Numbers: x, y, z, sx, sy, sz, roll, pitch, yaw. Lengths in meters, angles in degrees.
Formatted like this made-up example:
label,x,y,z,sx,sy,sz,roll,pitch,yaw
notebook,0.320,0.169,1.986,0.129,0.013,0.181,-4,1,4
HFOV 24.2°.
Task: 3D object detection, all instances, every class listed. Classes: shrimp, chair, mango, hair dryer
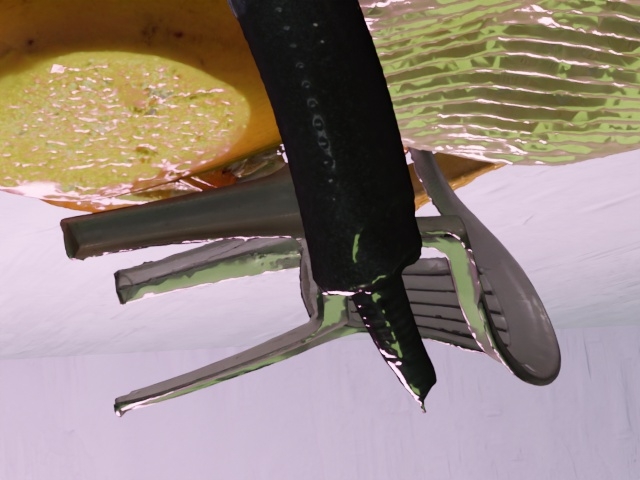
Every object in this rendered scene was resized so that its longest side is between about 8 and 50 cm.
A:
label,x,y,z,sx,sy,sz,roll,pitch,yaw
shrimp,-0.120,-0.052,1.077,0.217,0.051,0.115,1,167,-23
chair,0.000,0.000,0.892,0.275,0.190,0.203,-8,-147,0
mango,-0.081,-0.086,0.748,0.217,0.102,0.141,-6,148,-11
hair dryer,-0.030,-0.055,0.494,0.091,0.271,0.235,-28,-166,-36

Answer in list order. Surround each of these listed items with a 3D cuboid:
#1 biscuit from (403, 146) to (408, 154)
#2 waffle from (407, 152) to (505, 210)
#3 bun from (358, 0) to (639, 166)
label,x,y,z,sx,sy,sz,roll,pitch,yaw
biscuit,0.030,-0.068,1.102,0.064,0.034,0.199,-4,170,-9
waffle,0.116,-0.054,1.150,0.191,0.032,0.125,-21,172,-5
bun,0.081,-0.119,0.563,0.222,0.127,0.222,1,157,1
